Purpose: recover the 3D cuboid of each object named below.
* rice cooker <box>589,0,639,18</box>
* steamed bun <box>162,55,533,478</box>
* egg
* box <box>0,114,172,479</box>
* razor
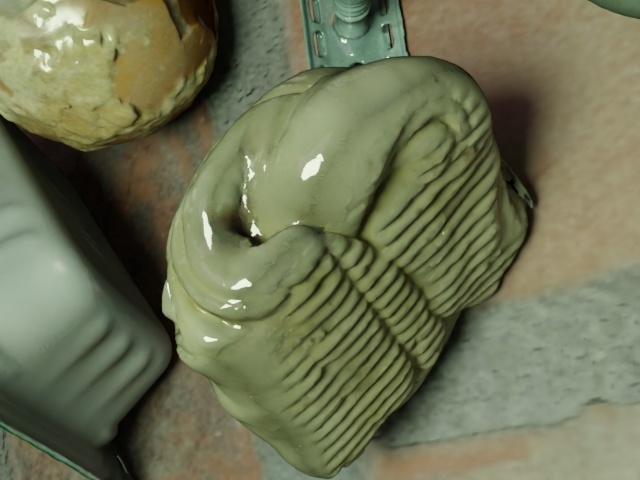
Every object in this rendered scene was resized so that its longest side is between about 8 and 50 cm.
[{"bbox_3d":[0.168,-0.238,0.429,0.316,0.264,0.316,-3,82,25],"label":"rice cooker"},{"bbox_3d":[0.001,-0.002,0.582,0.211,0.218,0.144,-48,50,-7],"label":"steamed bun"},{"bbox_3d":[-0.174,-0.170,0.767,0.195,0.195,0.233,-50,40,24],"label":"egg"},{"bbox_3d":[-0.225,0.008,0.780,0.106,0.264,0.337,-38,56,-3],"label":"box"},{"bbox_3d":[0.020,-0.169,0.590,0.068,0.232,0.106,-7,76,-1],"label":"razor"}]
